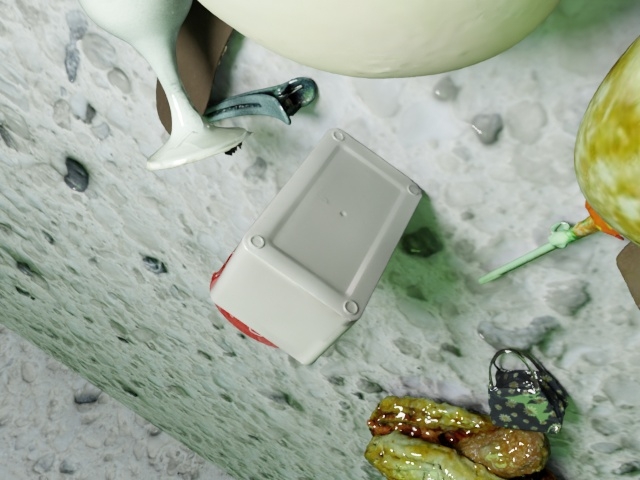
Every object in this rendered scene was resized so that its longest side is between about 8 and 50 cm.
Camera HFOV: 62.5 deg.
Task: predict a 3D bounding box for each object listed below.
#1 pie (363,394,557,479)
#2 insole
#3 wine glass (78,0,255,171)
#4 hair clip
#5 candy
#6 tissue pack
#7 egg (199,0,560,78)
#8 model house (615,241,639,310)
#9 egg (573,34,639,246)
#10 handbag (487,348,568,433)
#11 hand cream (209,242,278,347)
[{"bbox_3d":[0.275,0.472,1.037,0.395,0.180,0.418,2,139,32],"label":"pie"},{"bbox_3d":[-0.161,-0.248,0.681,0.111,0.007,0.328,54,139,6],"label":"insole"},{"bbox_3d":[-0.187,-0.242,0.592,0.143,0.143,0.321,-1,116,36],"label":"wine glass"},{"bbox_3d":[-0.107,-0.177,0.718,0.229,0.070,0.039,3,137,43],"label":"hair clip"},{"bbox_3d":[0.283,0.002,0.616,0.084,0.078,0.288,51,146,5],"label":"candy"},{"bbox_3d":[0.001,0.001,0.667,0.159,0.246,0.136,35,141,-1],"label":"tissue pack"},{"bbox_3d":[0.022,-0.258,0.351,0.345,0.283,0.283,37,142,-8],"label":"egg"},{"bbox_3d":[0.437,0.049,0.537,0.164,0.141,0.203,20,167,-19],"label":"model house"},{"bbox_3d":[0.324,-0.079,0.364,0.238,0.238,0.289,43,151,-12],"label":"egg"},{"bbox_3d":[0.318,0.227,0.840,0.115,0.072,0.139,-6,114,42],"label":"handbag"},{"bbox_3d":[-0.081,0.081,0.908,0.193,0.125,0.193,19,139,18],"label":"hand cream"}]
